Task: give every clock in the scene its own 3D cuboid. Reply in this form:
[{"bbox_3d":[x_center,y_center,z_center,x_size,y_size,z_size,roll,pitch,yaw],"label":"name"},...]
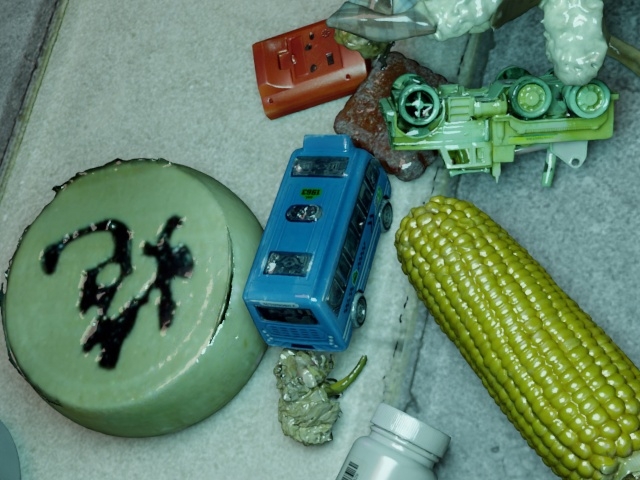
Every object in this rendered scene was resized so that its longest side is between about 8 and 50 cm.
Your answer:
[{"bbox_3d":[-0.011,-0.237,1.442,0.155,0.061,0.113,-15,65,14],"label":"clock"}]

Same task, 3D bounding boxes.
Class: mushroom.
[{"bbox_3d":[0.360,-0.208,1.284,0.060,0.061,0.187,-46,65,-5],"label":"mushroom"}]

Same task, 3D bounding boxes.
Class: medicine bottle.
[{"bbox_3d":[0.064,0.279,1.195,0.103,0.103,0.187,22,80,27],"label":"medicine bottle"}]

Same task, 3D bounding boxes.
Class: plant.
[{"bbox_3d":[0.001,0.177,1.289,0.122,0.104,0.116,-13,103,-16],"label":"plant"}]

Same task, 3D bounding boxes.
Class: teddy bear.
[{"bbox_3d":[0.224,-0.300,1.221,0.362,0.375,0.327,-31,66,21],"label":"teddy bear"}]

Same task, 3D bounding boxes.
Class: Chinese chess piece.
[{"bbox_3d":[-0.226,0.069,1.367,0.349,0.146,0.349,-7,69,20],"label":"Chinese chess piece"}]

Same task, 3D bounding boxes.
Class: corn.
[{"bbox_3d":[0.224,0.107,1.179,0.144,0.144,0.387,-37,59,6],"label":"corn"}]

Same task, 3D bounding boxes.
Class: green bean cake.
[{"bbox_3d":[0.101,-0.153,1.366,0.135,0.056,0.135,36,84,29],"label":"green bean cake"}]

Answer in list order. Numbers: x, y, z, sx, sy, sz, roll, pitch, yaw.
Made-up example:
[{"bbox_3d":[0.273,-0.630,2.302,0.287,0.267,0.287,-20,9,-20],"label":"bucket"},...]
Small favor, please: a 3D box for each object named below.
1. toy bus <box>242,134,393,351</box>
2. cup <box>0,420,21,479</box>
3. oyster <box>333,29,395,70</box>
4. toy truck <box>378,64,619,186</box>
[{"bbox_3d":[0.000,0.000,1.286,0.113,0.134,0.246,3,57,24],"label":"toy bus"},{"bbox_3d":[-0.558,0.258,1.328,0.237,0.327,0.323,-43,62,3],"label":"cup"},{"bbox_3d":[0.126,-0.325,1.344,0.197,0.133,0.337,8,49,44],"label":"oyster"},{"bbox_3d":[0.199,-0.128,1.257,0.259,0.128,0.135,0,106,-2],"label":"toy truck"}]
